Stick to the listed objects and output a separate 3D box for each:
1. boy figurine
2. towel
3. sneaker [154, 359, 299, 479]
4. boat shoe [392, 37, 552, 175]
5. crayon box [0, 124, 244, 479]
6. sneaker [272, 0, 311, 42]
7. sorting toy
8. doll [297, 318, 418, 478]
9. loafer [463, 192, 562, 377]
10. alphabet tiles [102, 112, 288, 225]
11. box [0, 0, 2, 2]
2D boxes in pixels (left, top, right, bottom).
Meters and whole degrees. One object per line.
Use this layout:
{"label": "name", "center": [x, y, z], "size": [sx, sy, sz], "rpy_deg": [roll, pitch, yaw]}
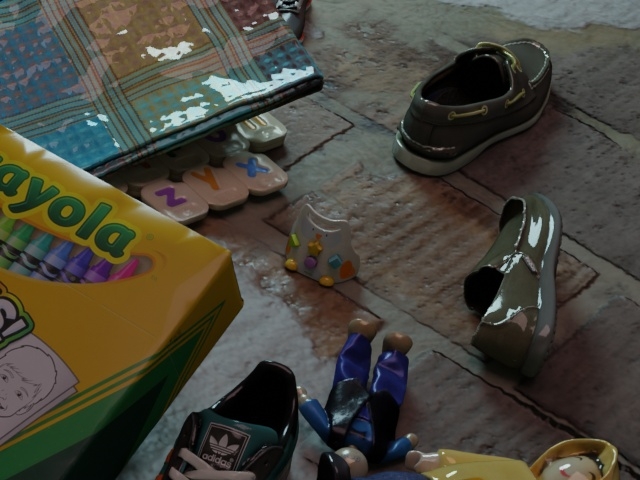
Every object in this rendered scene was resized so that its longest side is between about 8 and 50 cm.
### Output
{"label": "boy figurine", "center": [0.145, 0.234, 1.587], "size": [0.285, 0.092, 0.177], "rpy_deg": [-2, 24, -18]}
{"label": "towel", "center": [-0.217, -0.198, 1.965], "size": [0.370, 0.040, 0.271], "rpy_deg": [-23, 60, -17]}
{"label": "sneaker", "center": [-0.101, 0.213, 1.525], "size": [0.108, 0.121, 0.302], "rpy_deg": [20, 38, 10]}
{"label": "boat shoe", "center": [0.195, -0.178, 2.135], "size": [0.109, 0.091, 0.305], "rpy_deg": [30, 41, 21]}
{"label": "crayon box", "center": [-0.302, 0.069, 1.558], "size": [0.363, 0.106, 0.313], "rpy_deg": [28, 69, 20]}
{"label": "sneaker", "center": [-0.042, -0.299, 2.245], "size": [0.061, 0.065, 0.158], "rpy_deg": [11, 37, -1]}
{"label": "sorting toy", "center": [0.000, 0.000, 1.865], "size": [0.083, 0.075, 0.045], "rpy_deg": [24, 38, 15]}
{"label": "doll", "center": [0.035, 0.158, 1.696], "size": [0.129, 0.046, 0.189], "rpy_deg": [20, 43, -6]}
{"label": "loafer", "center": [0.196, 0.033, 1.863], "size": [0.087, 0.094, 0.251], "rpy_deg": [14, 37, -5]}
{"label": "alphabet tiles", "center": [-0.181, -0.111, 2.002], "size": [0.284, 0.021, 0.278], "rpy_deg": [-23, 50, -37]}
{"label": "box", "center": [-0.504, -0.365, 2.206], "size": [0.270, 0.060, 0.216], "rpy_deg": [0, 38, -17]}
